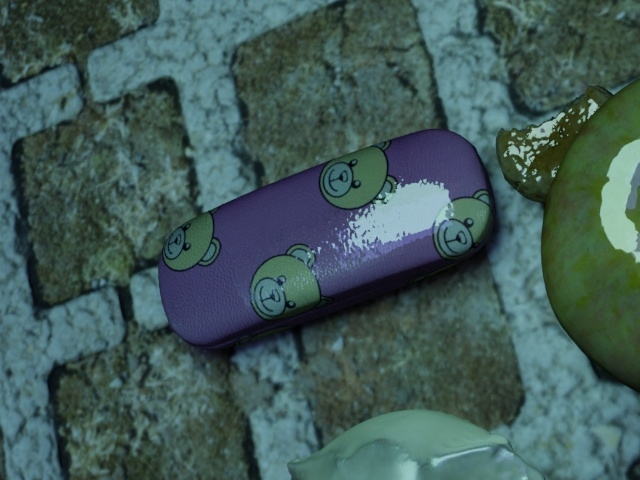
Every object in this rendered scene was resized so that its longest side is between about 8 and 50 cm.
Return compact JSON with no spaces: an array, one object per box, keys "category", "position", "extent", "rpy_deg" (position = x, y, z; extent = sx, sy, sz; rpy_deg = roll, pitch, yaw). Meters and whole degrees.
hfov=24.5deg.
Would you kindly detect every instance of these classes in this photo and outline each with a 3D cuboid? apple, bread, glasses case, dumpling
[{"category":"apple","position":[0.291,0.002,1.072],"extent":[0.257,0.234,0.256],"rpy_deg":[-7,70,20]},{"category":"bread","position":[0.206,-0.072,1.229],"extent":[0.113,0.060,0.082],"rpy_deg":[-22,66,19]},{"category":"glasses case","position":[0.000,0.000,1.289],"extent":[0.316,0.076,0.123],"rpy_deg":[-20,68,17]},{"category":"dumpling","position":[0.073,0.230,1.154],"extent":[0.258,0.147,0.193],"rpy_deg":[-4,97,38]}]
